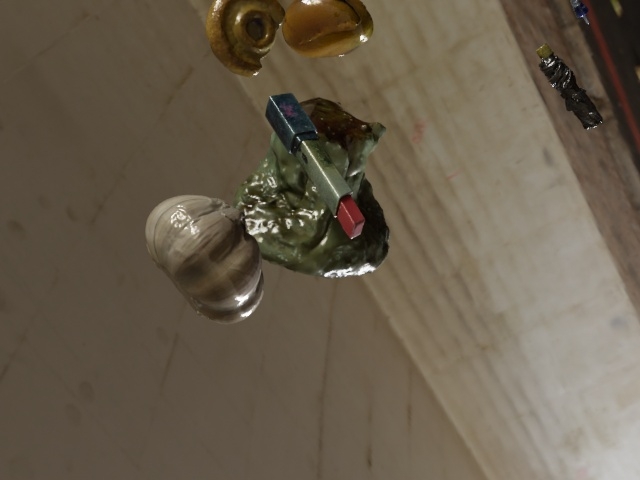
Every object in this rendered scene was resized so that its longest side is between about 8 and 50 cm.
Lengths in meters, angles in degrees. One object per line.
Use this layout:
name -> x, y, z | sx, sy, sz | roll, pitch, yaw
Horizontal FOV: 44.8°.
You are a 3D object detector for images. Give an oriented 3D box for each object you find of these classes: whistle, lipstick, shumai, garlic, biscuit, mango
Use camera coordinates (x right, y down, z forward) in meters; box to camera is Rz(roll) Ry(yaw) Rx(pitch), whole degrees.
whistle -> 0.584, -0.520, 1.743 | 0.083, 0.029, 0.033 | 45, -149, -31
lipstick -> -0.004, -0.131, 1.325 | 0.312, 0.051, 0.051 | 58, 145, 30
shumai -> 0.005, -0.124, 1.614 | 0.324, 0.323, 0.397 | 26, -154, 26
garlic -> -0.174, 0.021, 1.228 | 0.228, 0.152, 0.228 | 41, 156, 22
biscuit -> -0.227, -0.625, 2.269 | 0.213, 0.274, 0.091 | 23, 166, -23
mango -> 0.017, -0.532, 1.906 | 0.136, 0.236, 0.166 | -57, -32, -49

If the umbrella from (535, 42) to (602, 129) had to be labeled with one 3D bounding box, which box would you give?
umbrella -> 0.366, -0.228, 1.151 | 0.144, 0.037, 0.040 | 54, -137, 0
